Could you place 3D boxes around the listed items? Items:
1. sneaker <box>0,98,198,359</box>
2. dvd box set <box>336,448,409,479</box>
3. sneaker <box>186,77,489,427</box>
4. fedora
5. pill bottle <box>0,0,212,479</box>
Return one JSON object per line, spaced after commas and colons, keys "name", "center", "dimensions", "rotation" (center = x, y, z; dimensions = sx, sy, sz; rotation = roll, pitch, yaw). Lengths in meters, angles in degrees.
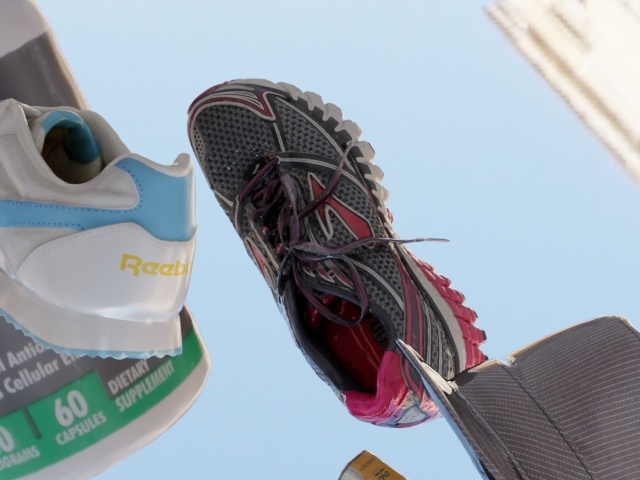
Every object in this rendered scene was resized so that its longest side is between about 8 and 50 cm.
{"name": "sneaker", "center": [-0.140, -0.021, 0.717], "dimensions": [0.228, 0.092, 0.087], "rotation": [20, -168, 36]}
{"name": "dvd box set", "center": [0.144, 0.467, 1.738], "dimensions": [0.420, 0.308, 0.062], "rotation": [34, -151, 16]}
{"name": "sneaker", "center": [0.000, 0.000, 1.125], "dimensions": [0.299, 0.121, 0.112], "rotation": [51, -151, 20]}
{"name": "fedora", "center": [0.167, 0.138, 0.896], "dimensions": [0.124, 0.275, 0.244], "rotation": [-33, -162, -2]}
{"name": "pill bottle", "center": [-0.229, -0.030, 0.983], "dimensions": [0.204, 0.361, 0.204], "rotation": [-24, -166, 6]}
